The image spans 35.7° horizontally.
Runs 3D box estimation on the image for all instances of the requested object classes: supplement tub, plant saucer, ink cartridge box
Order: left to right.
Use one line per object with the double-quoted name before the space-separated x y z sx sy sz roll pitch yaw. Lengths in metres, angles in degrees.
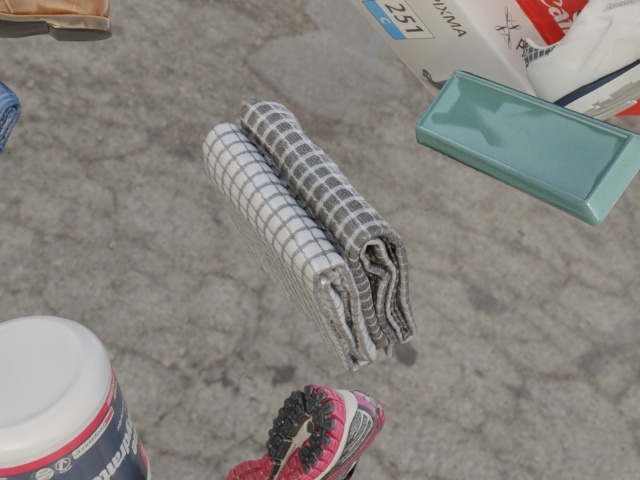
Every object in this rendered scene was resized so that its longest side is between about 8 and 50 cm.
"supplement tub" -0.296 0.235 1.093 0.191 0.272 0.191 -5 41 5
"plant saucer" 0.137 -0.072 0.688 0.018 0.067 0.192 35 0 -40
"ink cartridge box" 0.195 -0.187 0.964 0.261 0.066 0.296 10 -24 49

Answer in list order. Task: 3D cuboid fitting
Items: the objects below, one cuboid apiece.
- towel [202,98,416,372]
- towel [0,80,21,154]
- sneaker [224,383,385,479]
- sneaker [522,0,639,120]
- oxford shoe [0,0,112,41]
"towel" 0.000 0.000 1.110 0.235 0.121 0.284 49 -9 30
"towel" -0.338 -0.135 0.986 0.029 0.067 0.119 16 17 -47
"sneaker" -0.027 0.303 1.240 0.112 0.299 0.121 8 40 -41
"sneaker" 0.275 -0.181 0.823 0.090 0.235 0.095 1 66 -55
"oxford shoe" -0.340 -0.266 1.100 0.212 0.076 0.076 -1 -2 -20
